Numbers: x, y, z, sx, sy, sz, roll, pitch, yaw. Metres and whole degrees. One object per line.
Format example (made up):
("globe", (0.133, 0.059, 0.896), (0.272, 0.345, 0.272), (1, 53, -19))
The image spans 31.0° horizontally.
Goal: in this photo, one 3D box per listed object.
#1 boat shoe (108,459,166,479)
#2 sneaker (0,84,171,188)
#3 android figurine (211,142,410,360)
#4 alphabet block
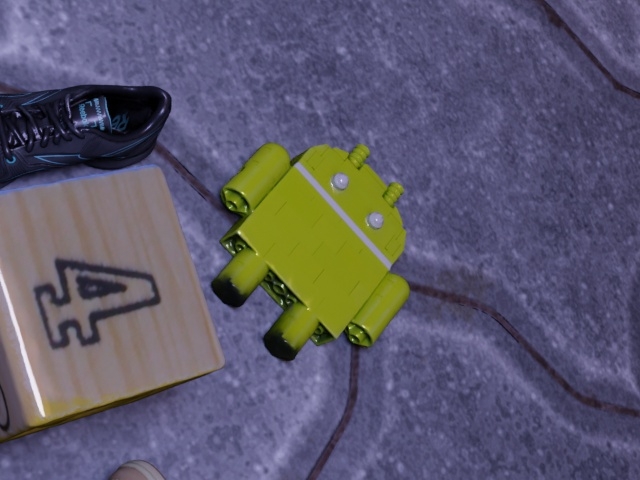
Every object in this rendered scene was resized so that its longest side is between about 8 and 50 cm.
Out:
("boat shoe", (-0.161, 0.345, 1.048), (0.089, 0.105, 0.285), (-6, 79, -38))
("sneaker", (-0.270, -0.116, 1.131), (0.267, 0.106, 0.101), (-14, 84, -35))
("android figurine", (0.000, 0.000, 1.306), (0.248, 0.056, 0.273), (49, 56, -11))
("alphabet block", (-0.232, 0.062, 1.043), (0.193, 0.192, 0.197), (-15, 84, -35))
